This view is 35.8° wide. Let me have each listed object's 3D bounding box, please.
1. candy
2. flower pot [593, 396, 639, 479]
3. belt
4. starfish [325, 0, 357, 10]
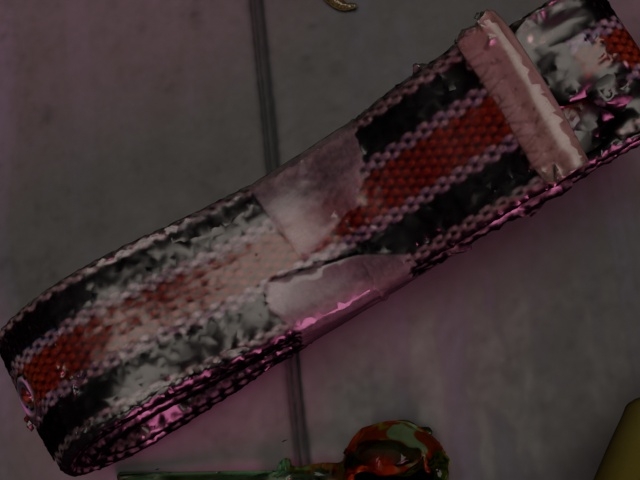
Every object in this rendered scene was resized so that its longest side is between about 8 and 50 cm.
[{"bbox_3d":[-0.023,0.124,0.521,0.184,0.049,0.056,-5,69,16],"label":"candy"},{"bbox_3d":[0.187,0.163,0.409,0.195,0.195,0.179,11,66,11],"label":"flower pot"},{"bbox_3d":[0.000,0.000,0.507,0.359,0.126,0.094,-31,84,7],"label":"belt"},{"bbox_3d":[-0.010,-0.171,0.597,0.086,0.016,0.092,-31,77,3],"label":"starfish"}]
